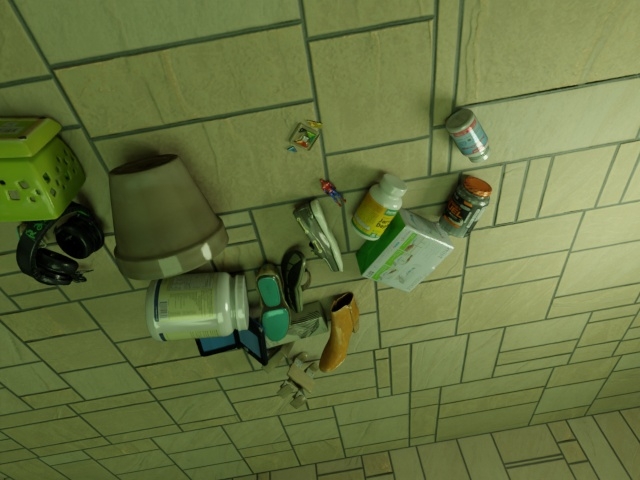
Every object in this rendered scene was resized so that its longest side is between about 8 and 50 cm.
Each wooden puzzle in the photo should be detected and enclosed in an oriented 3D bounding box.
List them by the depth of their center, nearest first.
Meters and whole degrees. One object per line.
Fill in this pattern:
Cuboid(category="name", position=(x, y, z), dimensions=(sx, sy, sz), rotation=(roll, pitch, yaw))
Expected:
Cuboid(category="wooden puzzle", position=(-0.047, -0.303, 1.237), dimensions=(0.079, 0.014, 0.116), rotation=(15, 128, -21))

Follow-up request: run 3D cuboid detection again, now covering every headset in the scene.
Cuboid(category="headset", position=(-0.807, 0.027, 1.294), dimensions=(0.186, 0.243, 0.394), rotation=(24, 146, 3))

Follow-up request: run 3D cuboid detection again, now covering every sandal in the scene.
Cuboid(category="sandal", position=(-0.084, 0.148, 1.583), dimensions=(0.086, 0.120, 0.302), rotation=(-23, 139, -26))

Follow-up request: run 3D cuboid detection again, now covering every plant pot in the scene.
Cuboid(category="plant pot", position=(-0.785, -0.194, 1.089), dimensions=(0.229, 0.227, 0.207), rotation=(-2, 125, -7))
Cuboid(category="plant pot", position=(-0.459, -0.086, 1.205), dimensions=(0.324, 0.323, 0.280), rotation=(-11, 115, 1))

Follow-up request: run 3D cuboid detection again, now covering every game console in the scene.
Cuboid(category="game console", position=(-0.363, 0.415, 1.703), dimensions=(0.173, 0.250, 0.292), rotation=(-40, 148, -33))

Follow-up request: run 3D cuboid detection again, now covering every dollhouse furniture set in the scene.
Cuboid(category="dollhouse furniture set", position=(-0.112, 0.572, 1.876), dimensions=(0.242, 0.212, 0.161), rotation=(40, 121, -4))

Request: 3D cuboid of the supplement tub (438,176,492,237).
Cuboid(category="supplement tub", position=(0.490, -0.112, 1.418), dimensions=(0.117, 0.116, 0.190), rotation=(7, 129, -14))

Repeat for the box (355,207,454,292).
Cuboid(category="box", position=(0.300, 0.041, 1.518), dimensions=(0.231, 0.126, 0.261), rotation=(20, 125, -25))

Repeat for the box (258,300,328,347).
Cuboid(category="box", position=(-0.114, 0.351, 1.752), dimensions=(0.276, 0.094, 0.113), rotation=(-18, 131, 7))

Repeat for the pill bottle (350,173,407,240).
Cuboid(category="pill bottle", position=(0.193, -0.110, 1.374), dimensions=(0.118, 0.117, 0.208), rotation=(16, 127, -21))

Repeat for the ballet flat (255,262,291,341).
Cuboid(category="ballet flat", position=(-0.181, 0.234, 1.617), dimensions=(0.124, 0.123, 0.348), rotation=(-7, 124, -2))

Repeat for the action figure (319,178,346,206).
Cuboid(category="action figure", position=(0.036, -0.159, 1.367), dimensions=(0.038, 0.030, 0.115), rotation=(-37, 122, 16))

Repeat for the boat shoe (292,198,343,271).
Cuboid(category="boat shoe", position=(0.000, -0.003, 1.451), dimensions=(0.091, 0.109, 0.304), rotation=(-19, 125, 9))

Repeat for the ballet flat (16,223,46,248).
Cuboid(category="ballet flat", position=(-0.928, 0.031, 1.367), dimensions=(0.067, 0.073, 0.206), rotation=(-4, 137, -25))

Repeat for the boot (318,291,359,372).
Cuboid(category="boot", position=(0.062, 0.362, 1.695), dimensions=(0.104, 0.295, 0.211), rotation=(13, 137, 32))

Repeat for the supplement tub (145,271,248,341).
Cuboid(category="supplement tub", position=(-0.429, 0.233, 1.506), dimensions=(0.326, 0.235, 0.235), rotation=(-3, 132, -6))

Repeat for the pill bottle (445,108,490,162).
Cuboid(category="pill bottle", position=(0.446, -0.308, 1.257), dimensions=(0.087, 0.087, 0.160), rotation=(-34, 127, 20))
